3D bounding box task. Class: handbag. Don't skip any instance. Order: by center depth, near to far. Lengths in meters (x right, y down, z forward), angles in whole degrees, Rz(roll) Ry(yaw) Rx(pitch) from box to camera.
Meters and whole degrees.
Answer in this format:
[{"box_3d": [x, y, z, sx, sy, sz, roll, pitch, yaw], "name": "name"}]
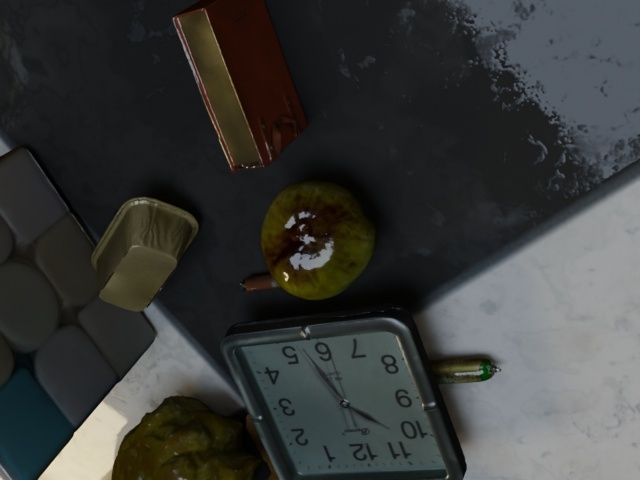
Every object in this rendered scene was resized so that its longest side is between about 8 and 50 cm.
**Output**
[{"box_3d": [-0.084, -0.184, 1.123, 0.063, 0.127, 0.190, -7, 114, 28], "name": "handbag"}]

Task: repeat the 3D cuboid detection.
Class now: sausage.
[{"box_3d": [0.104, 0.173, 1.302, 0.269, 0.033, 0.032, -7, 115, 25], "name": "sausage"}]

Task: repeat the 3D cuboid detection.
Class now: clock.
[{"box_3d": [0.031, 0.210, 1.303, 0.273, 0.049, 0.278, -9, 116, 27], "name": "clock"}]

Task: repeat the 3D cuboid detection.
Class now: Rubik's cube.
[{"box_3d": [-0.502, 0.134, 1.346, 0.344, 0.346, 0.347, -20, 108, 32], "name": "Rubik's cube"}]

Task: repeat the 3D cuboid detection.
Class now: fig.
[{"box_3d": [-0.004, 0.001, 1.196, 0.136, 0.121, 0.153, 24, 125, 15], "name": "fig"}]

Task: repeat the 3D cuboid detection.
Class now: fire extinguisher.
[{"box_3d": [-0.073, 0.057, 1.318, 0.083, 0.022, 0.028, -12, 143, 28], "name": "fire extinguisher"}]

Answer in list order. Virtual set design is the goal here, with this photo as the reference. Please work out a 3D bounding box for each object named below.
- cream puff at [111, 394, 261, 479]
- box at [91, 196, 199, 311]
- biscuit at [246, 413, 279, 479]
[{"box_3d": [-0.190, 0.345, 1.418, 0.244, 0.196, 0.244, 10, 112, 27], "name": "cream puff"}, {"box_3d": [-0.237, 0.016, 1.323, 0.111, 0.111, 0.177, 39, 129, -2], "name": "box"}, {"box_3d": [-0.007, 0.325, 1.435, 0.250, 0.035, 0.162, 46, 130, -6], "name": "biscuit"}]
